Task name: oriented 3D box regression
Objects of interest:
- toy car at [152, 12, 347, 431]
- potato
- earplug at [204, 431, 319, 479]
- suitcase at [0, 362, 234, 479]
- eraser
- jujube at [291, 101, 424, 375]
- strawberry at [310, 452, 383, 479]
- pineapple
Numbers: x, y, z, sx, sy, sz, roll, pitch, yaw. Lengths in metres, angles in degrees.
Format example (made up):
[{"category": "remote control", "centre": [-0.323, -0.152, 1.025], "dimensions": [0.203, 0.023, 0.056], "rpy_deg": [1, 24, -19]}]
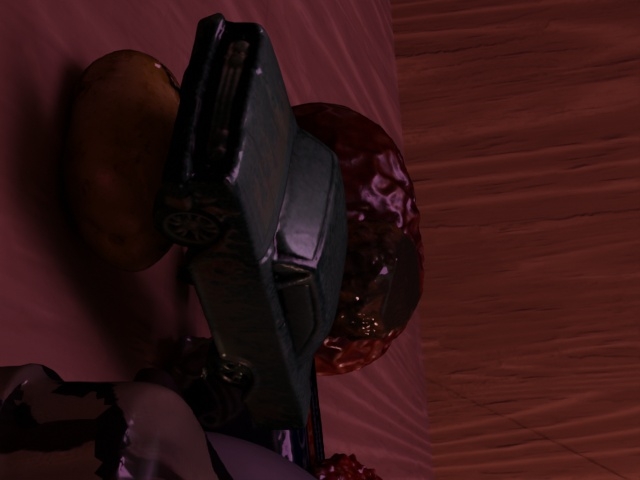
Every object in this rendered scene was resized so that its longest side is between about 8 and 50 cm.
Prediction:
[{"category": "toy car", "centre": [-0.034, -0.003, 1.049], "dimensions": [0.320, 0.097, 0.141], "rpy_deg": [77, 19, -56]}, {"category": "potato", "centre": [-0.126, -0.058, 1.054], "dimensions": [0.170, 0.080, 0.107], "rpy_deg": [-85, 152, -46]}, {"category": "earplug", "centre": [-0.050, 0.235, 1.014], "dimensions": [0.175, 0.214, 0.325], "rpy_deg": [48, -9, 28]}, {"category": "suitcase", "centre": [-0.116, 0.250, 0.578], "dimensions": [0.351, 0.194, 0.339], "rpy_deg": [69, 24, -53]}, {"category": "eraser", "centre": [-0.047, 0.234, 1.248], "dimensions": [0.155, 0.102, 0.332], "rpy_deg": [1, 82, -80]}, {"category": "jujube", "centre": [0.000, 0.000, 1.429], "dimensions": [0.213, 0.213, 0.232], "rpy_deg": [-87, 165, -45]}, {"category": "strawberry", "centre": [0.050, 0.260, 1.248], "dimensions": [0.208, 0.087, 0.167], "rpy_deg": [61, 25, -64]}, {"category": "pineapple", "centre": [-0.021, 0.027, 1.278], "dimensions": [0.108, 0.198, 0.108], "rpy_deg": [3, 90, -68]}]
